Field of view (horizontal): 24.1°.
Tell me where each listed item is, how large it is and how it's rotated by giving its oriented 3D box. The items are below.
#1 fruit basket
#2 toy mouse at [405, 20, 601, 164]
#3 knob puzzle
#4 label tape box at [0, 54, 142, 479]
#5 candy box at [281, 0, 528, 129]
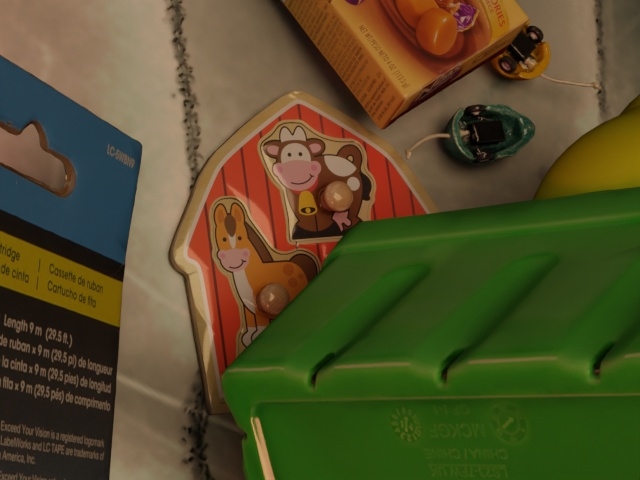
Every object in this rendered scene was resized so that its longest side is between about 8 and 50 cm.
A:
[{"bbox_3d":[0.177,0.068,0.816,0.392,0.392,0.283,-18,99,-27],"label":"fruit basket"},{"bbox_3d":[0.089,-0.100,0.990,0.161,0.031,0.143,41,66,-12],"label":"toy mouse"},{"bbox_3d":[0.000,0.000,0.931,0.213,0.030,0.213,5,78,-24],"label":"knob puzzle"},{"bbox_3d":[-0.192,0.085,0.710,0.106,0.240,0.334,-1,78,18],"label":"label tape box"},{"bbox_3d":[0.029,-0.175,0.941,0.109,0.053,0.187,-33,83,-24],"label":"candy box"}]
